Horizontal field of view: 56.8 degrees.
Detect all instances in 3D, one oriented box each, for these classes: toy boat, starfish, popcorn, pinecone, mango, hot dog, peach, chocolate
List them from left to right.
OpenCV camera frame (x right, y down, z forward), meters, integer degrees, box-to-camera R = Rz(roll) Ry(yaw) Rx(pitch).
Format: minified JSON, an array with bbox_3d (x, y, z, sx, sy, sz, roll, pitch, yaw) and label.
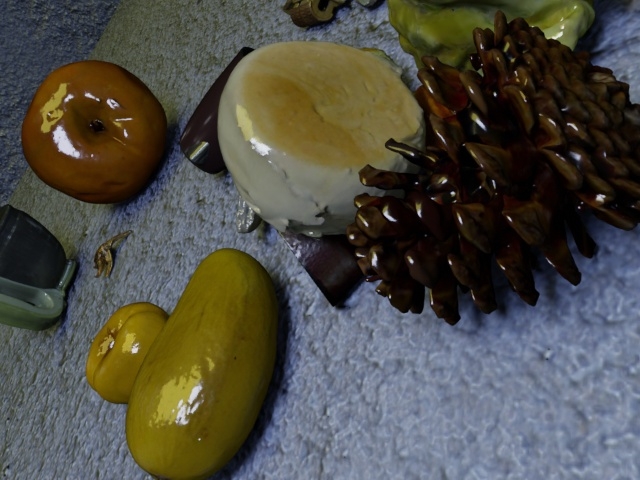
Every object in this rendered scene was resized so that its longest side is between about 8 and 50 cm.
[{"bbox_3d":[-0.541,-0.260,1.436,0.342,0.343,0.302,-61,13,-9],"label":"peach"},{"bbox_3d":[-0.496,0.018,1.382,0.130,0.041,0.133,-53,35,-1],"label":"starfish"},{"bbox_3d":[-0.312,0.186,0.981,0.179,0.103,0.179,-31,38,28],"label":"peach"},{"bbox_3d":[-0.142,0.153,0.779,0.195,0.142,0.331,-6,54,41],"label":"mango"},{"bbox_3d":[-0.023,-0.491,1.232,0.226,0.068,0.088,22,93,62],"label":"toy boat"},{"bbox_3d":[0.000,0.000,0.773,0.080,0.125,0.148,-35,32,-1],"label":"chocolate"},{"bbox_3d":[0.151,-0.136,0.753,0.072,0.055,0.188,-37,40,21],"label":"hot dog"},{"bbox_3d":[0.141,-0.048,0.540,0.292,0.246,0.246,-44,36,27],"label":"pinecone"},{"bbox_3d":[0.203,-0.317,0.683,0.237,0.293,0.293,-45,32,-19],"label":"popcorn"}]

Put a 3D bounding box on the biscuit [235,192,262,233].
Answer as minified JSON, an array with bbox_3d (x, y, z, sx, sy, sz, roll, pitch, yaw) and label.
[{"bbox_3d":[-0.095,-0.147,0.985,0.038,0.141,0.289,3,84,9],"label":"biscuit"}]

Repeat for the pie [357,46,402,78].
[{"bbox_3d":[0.024,-0.191,0.916,0.248,0.090,0.201,-33,39,30],"label":"pie"}]

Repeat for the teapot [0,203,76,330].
[{"bbox_3d":[-0.709,0.067,1.420,0.321,0.239,0.239,8,68,56],"label":"teapot"}]

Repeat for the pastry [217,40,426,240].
[{"bbox_3d":[0.004,-0.122,0.705,0.133,0.265,0.265,112,167,-53],"label":"pastry"}]

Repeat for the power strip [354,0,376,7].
[{"bbox_3d":[0.126,-0.546,1.109,0.213,0.064,0.198,-60,32,28],"label":"power strip"}]

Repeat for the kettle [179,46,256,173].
[{"bbox_3d":[-0.166,-0.245,1.146,0.232,0.144,0.202,-40,18,24],"label":"kettle"}]
